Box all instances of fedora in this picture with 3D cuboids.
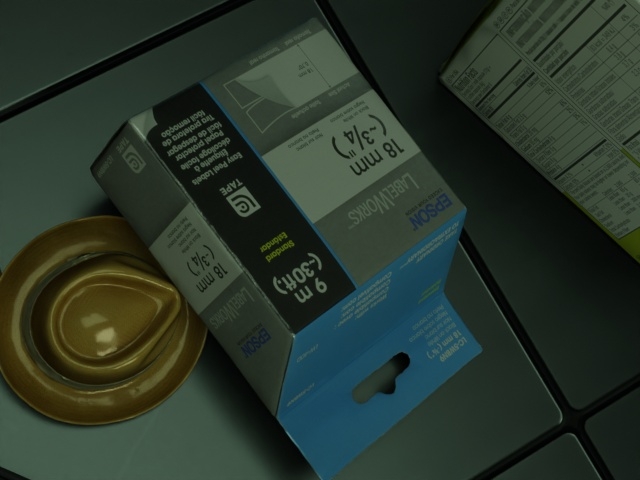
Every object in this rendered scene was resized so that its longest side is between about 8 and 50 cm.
[{"bbox_3d":[-0.181,0.066,1.321,0.194,0.079,0.194,2,84,-20],"label":"fedora"}]

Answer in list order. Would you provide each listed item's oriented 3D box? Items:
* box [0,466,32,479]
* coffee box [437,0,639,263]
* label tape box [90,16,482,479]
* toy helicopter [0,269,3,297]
[{"bbox_3d":[-0.400,0.321,1.170,0.318,0.097,0.395,27,64,-11],"label":"box"},{"bbox_3d":[0.367,-0.207,1.390,0.334,0.338,0.338,42,71,1],"label":"coffee box"},{"bbox_3d":[0.000,0.000,1.340,0.240,0.106,0.334,-35,85,-38],"label":"label tape box"},{"bbox_3d":[-0.393,-0.074,1.317,0.355,0.140,0.235,49,62,-9],"label":"toy helicopter"}]
